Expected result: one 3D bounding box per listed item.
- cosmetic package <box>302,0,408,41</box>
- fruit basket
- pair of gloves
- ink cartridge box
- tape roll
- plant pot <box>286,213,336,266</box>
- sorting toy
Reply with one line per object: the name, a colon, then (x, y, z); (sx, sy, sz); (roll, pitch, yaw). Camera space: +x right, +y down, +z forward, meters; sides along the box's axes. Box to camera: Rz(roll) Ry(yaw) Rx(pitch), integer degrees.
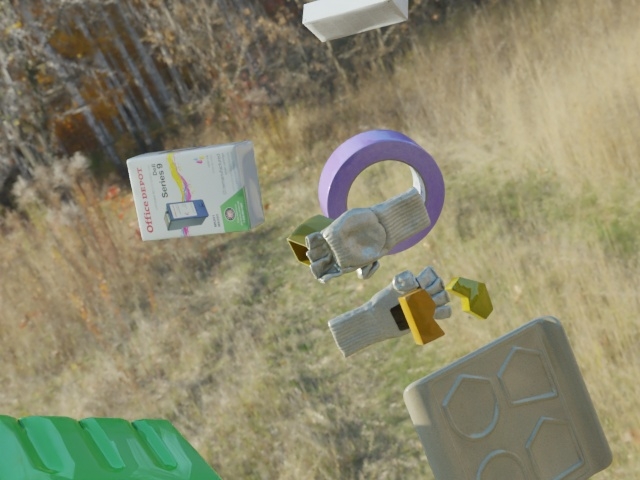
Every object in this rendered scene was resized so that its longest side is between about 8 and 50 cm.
cosmetic package: (0.084, -0.553, 1.853); (0.239, 0.061, 0.099); (-6, -17, 30)
fruit basket: (-0.270, 0.405, 0.872); (0.283, 0.392, 0.392); (-51, 5, 19)
pair of gloves: (0.093, 0.054, 1.192); (0.204, 0.240, 0.042); (-21, 23, -10)
ink cartridge box: (-0.223, -0.089, 1.378); (0.212, 0.154, 0.093); (-4, 12, 16)
tape roll: (0.138, -0.106, 1.733); (0.274, 0.275, 0.090); (-25, 27, -3)
plant pot: (0.000, 0.000, 1.452); (0.081, 0.081, 0.083); (20, 64, 29)
sorting toy: (0.212, 0.184, 0.936); (0.229, 0.307, 0.041); (-22, 1, -20)
